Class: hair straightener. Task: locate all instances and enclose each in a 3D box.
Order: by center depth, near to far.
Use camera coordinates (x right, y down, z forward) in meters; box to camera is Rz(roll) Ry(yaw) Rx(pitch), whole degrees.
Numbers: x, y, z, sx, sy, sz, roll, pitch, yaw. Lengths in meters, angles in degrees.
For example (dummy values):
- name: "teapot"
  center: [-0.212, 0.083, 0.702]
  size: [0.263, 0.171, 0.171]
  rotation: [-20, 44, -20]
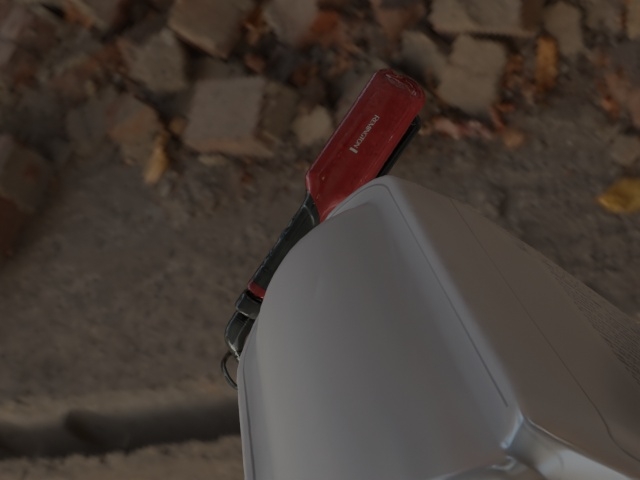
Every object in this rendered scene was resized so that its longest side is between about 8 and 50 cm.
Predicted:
- name: "hair straightener"
  center: [0.000, 0.000, 1.089]
  size: [0.047, 0.089, 0.230]
  rotation: [26, 74, 9]

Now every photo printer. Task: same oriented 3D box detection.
- name: "photo printer"
  center: [0.094, 0.099, 0.502]
  size: [0.107, 0.256, 0.307]
  rotation: [-52, 13, 8]
